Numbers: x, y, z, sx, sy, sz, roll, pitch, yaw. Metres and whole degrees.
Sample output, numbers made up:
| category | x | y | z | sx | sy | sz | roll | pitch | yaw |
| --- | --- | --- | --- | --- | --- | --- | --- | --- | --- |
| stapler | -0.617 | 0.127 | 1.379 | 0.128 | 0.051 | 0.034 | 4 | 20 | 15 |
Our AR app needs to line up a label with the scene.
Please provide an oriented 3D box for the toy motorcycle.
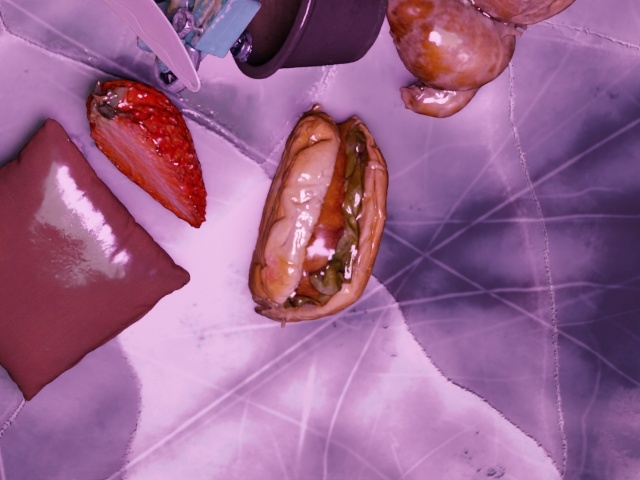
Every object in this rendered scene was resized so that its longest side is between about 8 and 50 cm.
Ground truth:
| category | x | y | z | sx | sy | sz | roll | pitch | yaw |
| --- | --- | --- | --- | --- | --- | --- | --- | --- | --- |
| toy motorcycle | -0.147 | -0.337 | 1.801 | 0.109 | 0.198 | 0.296 | 15 | 124 | -41 |

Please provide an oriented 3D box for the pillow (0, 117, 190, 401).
| category | x | y | z | sx | sy | sz | roll | pitch | yaw |
| --- | --- | --- | --- | --- | --- | --- | --- | --- | --- |
| pillow | -0.392 | 0.033 | 1.935 | 0.308 | 0.108 | 0.305 | -37 | 108 | 8 |

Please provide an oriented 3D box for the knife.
| category | x | y | z | sx | sy | sz | roll | pitch | yaw |
| --- | --- | --- | --- | --- | --- | --- | --- | --- | --- |
| knife | -0.260 | -0.319 | 1.771 | 0.336 | 0.043 | 0.081 | 42 | 137 | 14 |

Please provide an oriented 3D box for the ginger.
| category | x | y | z | sx | sy | sz | roll | pitch | yaw |
| --- | --- | --- | --- | --- | --- | --- | --- | --- | --- |
| ginger | 0.210 | -0.331 | 1.844 | 0.256 | 0.176 | 0.375 | 15 | 119 | -32 |

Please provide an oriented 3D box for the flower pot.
| category | x | y | z | sx | sy | sz | roll | pitch | yaw |
| --- | --- | --- | --- | --- | --- | --- | --- | --- | --- |
| flower pot | -0.007 | -0.318 | 1.818 | 0.148 | 0.235 | 0.235 | 8 | 110 | -31 |

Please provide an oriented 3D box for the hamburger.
| category | x | y | z | sx | sy | sz | roll | pitch | yaw |
| --- | --- | --- | --- | --- | --- | --- | --- | --- | --- |
| hamburger | -0.002 | 0.000 | 1.919 | 0.162 | 0.209 | 0.330 | 18 | 108 | -12 |

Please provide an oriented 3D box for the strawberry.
| category | x | y | z | sx | sy | sz | roll | pitch | yaw |
| --- | --- | --- | --- | --- | --- | --- | --- | --- | --- |
| strawberry | -0.223 | -0.139 | 1.890 | 0.106 | 0.175 | 0.236 | -52 | 147 | -19 |
